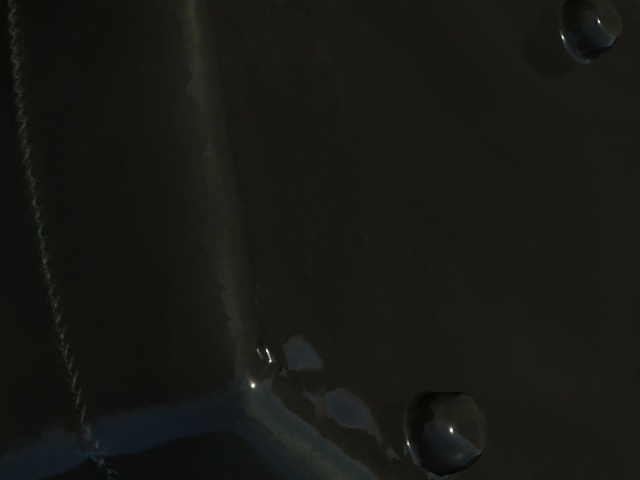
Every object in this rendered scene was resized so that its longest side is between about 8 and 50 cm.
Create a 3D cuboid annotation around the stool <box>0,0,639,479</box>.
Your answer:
[{"bbox_3d":[0.000,0.000,0.486,0.141,0.232,0.232,-23,149,40],"label":"stool"}]
